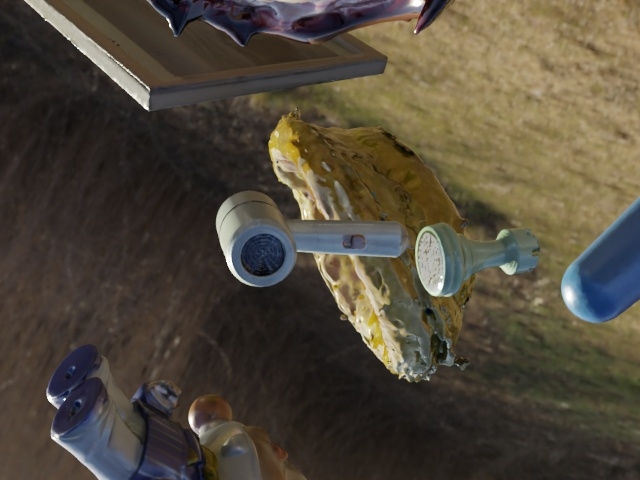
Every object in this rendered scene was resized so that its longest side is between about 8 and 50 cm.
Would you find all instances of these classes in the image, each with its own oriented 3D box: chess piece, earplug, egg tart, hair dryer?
[{"bbox_3d":[0.145,0.014,1.015,0.103,0.067,0.067,-5,165,-20],"label":"chess piece"},{"bbox_3d":[0.484,0.020,1.709,0.132,0.273,0.132,48,170,12],"label":"earplug"},{"bbox_3d":[0.073,-0.006,1.378,0.388,0.169,0.388,57,173,12],"label":"egg tart"},{"bbox_3d":[0.000,0.000,0.761,0.137,0.047,0.082,3,-164,-12],"label":"hair dryer"}]

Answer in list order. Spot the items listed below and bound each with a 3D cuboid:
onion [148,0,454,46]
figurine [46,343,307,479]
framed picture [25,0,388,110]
[{"bbox_3d":[-0.015,-0.323,0.924,0.341,0.341,0.341,20,157,9],"label":"onion"},{"bbox_3d":[-0.099,0.194,0.861,0.194,0.133,0.274,51,-173,34],"label":"figurine"},{"bbox_3d":[-0.174,-0.285,1.379,0.446,0.326,0.028,40,132,40],"label":"framed picture"}]
